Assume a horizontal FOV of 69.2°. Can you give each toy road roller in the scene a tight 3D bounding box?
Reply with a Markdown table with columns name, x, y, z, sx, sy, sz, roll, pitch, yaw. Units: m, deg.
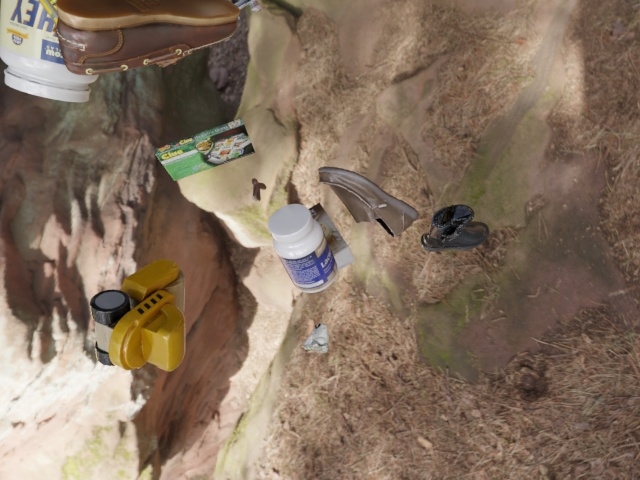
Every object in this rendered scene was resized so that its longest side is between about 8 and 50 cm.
| name | x | y | z | sx | sy | sz | roll | pitch | yaw |
| --- | --- | --- | --- | --- | --- | --- | --- | --- | --- |
| toy road roller | -0.452 | 0.222 | 1.292 | 0.241 | 0.329 | 0.202 | 19 | 120 | 15 |

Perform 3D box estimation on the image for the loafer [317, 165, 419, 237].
| name | x | y | z | sx | sy | sz | roll | pitch | yaw |
| --- | --- | --- | --- | --- | --- | --- | --- | --- | --- |
| loafer | 0.141 | -0.114 | 1.453 | 0.130 | 0.366 | 0.134 | -62 | 17 | 2 |

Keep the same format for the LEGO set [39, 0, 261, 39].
| name | x | y | z | sx | sy | sz | roll | pitch | yaw |
| --- | --- | --- | --- | --- | --- | --- | --- | --- | --- |
| LEGO set | -0.251 | -0.380 | 0.737 | 0.255 | 0.192 | 0.331 | -1 | 39 | 43 |

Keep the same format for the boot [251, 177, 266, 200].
| name | x | y | z | sx | sy | sz | roll | pitch | yaw |
| --- | --- | --- | --- | --- | --- | --- | --- | --- | --- |
| boot | -0.283 | -0.220 | 2.153 | 0.037 | 0.106 | 0.114 | -25 | 59 | 25 |

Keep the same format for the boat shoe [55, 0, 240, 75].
| name | x | y | z | sx | sy | sz | roll | pitch | yaw |
| --- | --- | --- | --- | --- | --- | --- | --- | --- | --- |
| boat shoe | -0.185 | -0.232 | 0.519 | 0.073 | 0.207 | 0.073 | 46 | 139 | 25 |

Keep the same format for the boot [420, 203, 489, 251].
| name | x | y | z | sx | sy | sz | roll | pitch | yaw |
| --- | --- | --- | --- | --- | --- | --- | --- | --- | --- |
| boot | 0.451 | -0.042 | 1.470 | 0.247 | 0.207 | 0.094 | -10 | 69 | -7 |

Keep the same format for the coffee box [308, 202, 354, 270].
| name | x | y | z | sx | sy | sz | roll | pitch | yaw |
| --- | --- | --- | --- | --- | --- | --- | --- | --- | --- |
| coffee box | 0.000 | 0.000 | 1.667 | 0.141 | 0.098 | 0.246 | -30 | 51 | -2 |

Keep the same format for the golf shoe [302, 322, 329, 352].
| name | x | y | z | sx | sy | sz | roll | pitch | yaw |
| --- | --- | --- | --- | --- | --- | --- | --- | --- | --- |
| golf shoe | -0.006 | 0.300 | 1.427 | 0.176 | 0.069 | 0.085 | 138 | 147 | -67 |

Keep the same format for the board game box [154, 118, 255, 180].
| name | x | y | z | sx | sy | sz | roll | pitch | yaw |
| --- | --- | --- | --- | --- | --- | --- | --- | --- | --- |
| board game box | -0.330 | -0.261 | 1.350 | 0.260 | 0.136 | 0.030 | -20 | 65 | -3 |

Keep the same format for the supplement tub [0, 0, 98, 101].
| name | x | y | z | sx | sy | sz | roll | pitch | yaw |
| --- | --- | --- | --- | --- | --- | --- | --- | --- | --- |
| supplement tub | -0.692 | -0.550 | 1.207 | 0.235 | 0.236 | 0.324 | 34 | 115 | 40 |

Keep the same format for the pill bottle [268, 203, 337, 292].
| name | x | y | z | sx | sy | sz | roll | pitch | yaw |
| --- | --- | --- | --- | --- | --- | --- | --- | --- | --- |
| pill bottle | -0.052 | 0.025 | 1.376 | 0.153 | 0.264 | 0.153 | -11 | 48 | 12 |
